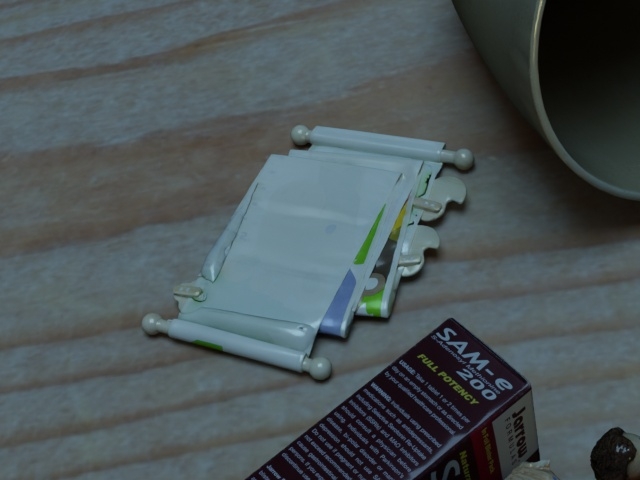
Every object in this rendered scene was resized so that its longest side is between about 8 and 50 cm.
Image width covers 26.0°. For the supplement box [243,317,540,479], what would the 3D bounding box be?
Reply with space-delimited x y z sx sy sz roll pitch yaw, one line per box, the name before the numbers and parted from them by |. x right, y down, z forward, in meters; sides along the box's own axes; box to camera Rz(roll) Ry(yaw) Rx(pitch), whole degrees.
supplement box | 0.016 0.167 0.788 0.239 0.130 0.073 -37 52 -17

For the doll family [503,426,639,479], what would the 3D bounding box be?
doll family | 0.143 0.178 0.718 0.163 0.263 0.118 36 103 23

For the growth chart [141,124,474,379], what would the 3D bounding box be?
growth chart | 0.000 0.000 1.010 0.172 0.021 0.237 18 56 26

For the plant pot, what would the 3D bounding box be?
plant pot | 0.198 -0.198 1.012 0.256 0.256 0.274 -27 32 -10
